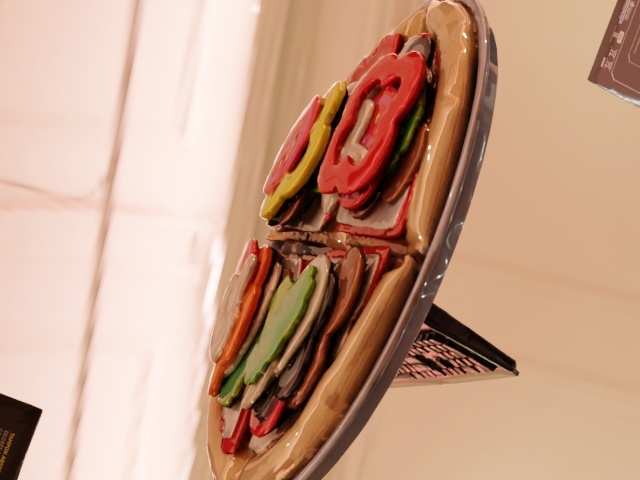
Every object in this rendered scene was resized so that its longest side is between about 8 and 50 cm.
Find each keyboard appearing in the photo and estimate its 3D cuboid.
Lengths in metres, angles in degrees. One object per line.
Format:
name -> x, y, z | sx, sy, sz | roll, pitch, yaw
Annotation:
keyboard -> 0.024, 0.061, 1.012 | 0.038, 0.100, 0.192 | -60, 14, -17

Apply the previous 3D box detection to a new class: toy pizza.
toy pizza -> 0.000, 0.000, 0.662 | 0.201, 0.032, 0.201 | -57, 17, 29

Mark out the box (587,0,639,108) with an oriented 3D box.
box -> 0.283, -0.179, 1.225 | 0.056, 0.183, 0.231 | 10, -74, -32

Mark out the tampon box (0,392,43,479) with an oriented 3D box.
tampon box -> -0.253, 0.111, 1.030 | 0.120, 0.161, 0.101 | -15, 53, 69
